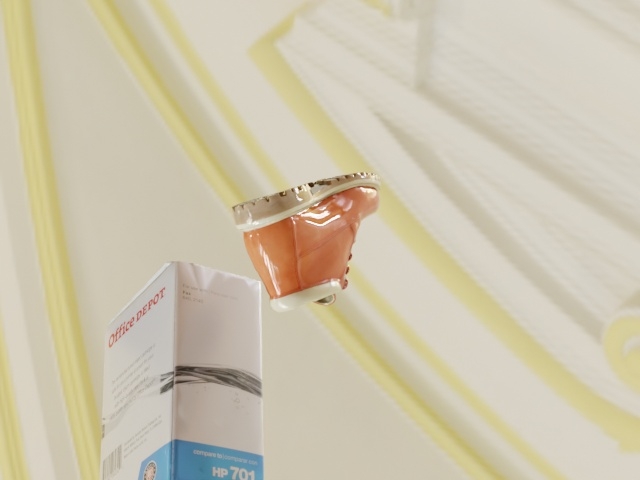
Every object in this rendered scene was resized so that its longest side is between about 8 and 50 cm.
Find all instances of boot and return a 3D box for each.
[{"bbox_3d":[0.000,0.000,0.998,0.158,0.059,0.084,-23,-85,-56],"label":"boot"}]

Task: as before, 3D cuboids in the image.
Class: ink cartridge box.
[{"bbox_3d":[-0.108,0.133,1.107,0.082,0.139,0.190,15,-124,-26],"label":"ink cartridge box"}]
